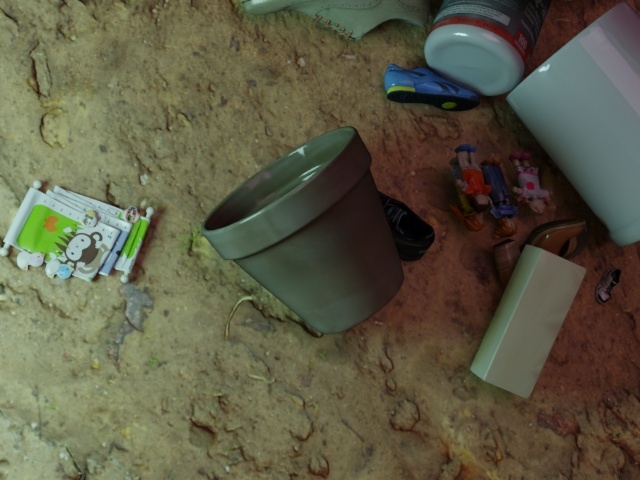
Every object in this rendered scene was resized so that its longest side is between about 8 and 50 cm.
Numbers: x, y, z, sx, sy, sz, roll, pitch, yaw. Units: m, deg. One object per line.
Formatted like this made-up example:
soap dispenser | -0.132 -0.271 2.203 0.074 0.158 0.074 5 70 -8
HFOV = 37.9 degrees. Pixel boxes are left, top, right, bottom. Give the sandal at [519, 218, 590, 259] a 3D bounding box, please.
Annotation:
sandal | 0.488 0.007 1.916 0.180 0.049 0.072 -20 81 -21

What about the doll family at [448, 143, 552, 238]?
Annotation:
doll family | 0.343 -0.088 1.878 0.263 0.118 0.163 2 68 -36

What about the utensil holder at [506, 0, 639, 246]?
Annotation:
utensil holder | 0.610 -0.235 1.880 0.327 0.327 0.385 -38 86 -23

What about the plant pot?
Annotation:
plant pot | 0.000 0.000 1.647 0.323 0.323 0.280 -41 106 -23

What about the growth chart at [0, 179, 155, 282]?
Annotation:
growth chart | -0.427 -0.009 1.644 0.237 0.021 0.172 16 72 -13

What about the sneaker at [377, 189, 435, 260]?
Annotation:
sneaker | 0.107 -0.065 1.785 0.267 0.106 0.101 33 70 -6

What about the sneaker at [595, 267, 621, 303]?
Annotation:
sneaker | 0.599 0.092 1.936 0.032 0.037 0.083 29 70 -11

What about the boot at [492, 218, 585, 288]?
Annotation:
boot | 0.452 0.049 1.859 0.197 0.073 0.152 -21 98 6

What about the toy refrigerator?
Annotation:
toy refrigerator | 0.394 0.152 1.782 0.102 0.094 0.269 23 92 -10

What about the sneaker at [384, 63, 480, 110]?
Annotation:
sneaker | 0.232 -0.319 1.912 0.209 0.069 0.082 7 70 -16

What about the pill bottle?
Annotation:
pill bottle | 0.368 -0.499 1.927 0.210 0.210 0.363 27 70 -9

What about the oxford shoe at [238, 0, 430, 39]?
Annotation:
oxford shoe | 0.035 -0.468 1.855 0.397 0.140 0.146 -7 107 -6
